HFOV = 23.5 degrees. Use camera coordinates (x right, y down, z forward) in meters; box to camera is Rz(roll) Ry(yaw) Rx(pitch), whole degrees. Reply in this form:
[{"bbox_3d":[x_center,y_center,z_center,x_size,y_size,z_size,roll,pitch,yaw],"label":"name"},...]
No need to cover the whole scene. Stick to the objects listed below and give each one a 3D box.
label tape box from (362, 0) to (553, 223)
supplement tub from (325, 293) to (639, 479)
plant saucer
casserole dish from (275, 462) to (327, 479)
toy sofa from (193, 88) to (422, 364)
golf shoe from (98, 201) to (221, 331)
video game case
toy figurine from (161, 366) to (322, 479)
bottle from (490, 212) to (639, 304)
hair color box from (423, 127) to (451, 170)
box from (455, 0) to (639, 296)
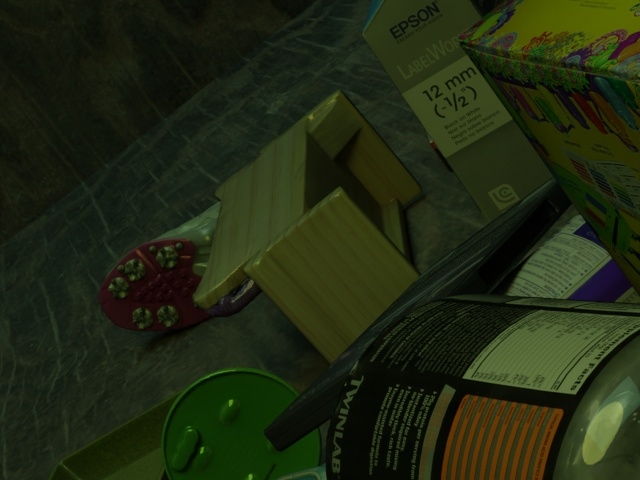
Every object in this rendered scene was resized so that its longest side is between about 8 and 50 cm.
[{"bbox_3d":[0.124,-0.213,1.480,0.115,0.347,0.249,-31,17,20],"label":"label tape box"},{"bbox_3d":[0.150,0.127,0.791,0.193,0.193,0.316,-43,18,-19],"label":"supplement tub"},{"bbox_3d":[-0.193,0.237,1.451,0.188,0.045,0.188,-31,18,21],"label":"plant saucer"},{"bbox_3d":[-0.020,0.226,1.020,0.114,0.037,0.188,-26,43,50],"label":"casserole dish"},{"bbox_3d":[0.000,0.000,1.513,0.177,0.150,0.362,-39,16,13],"label":"toy sofa"},{"bbox_3d":[-0.119,0.013,1.826,0.306,0.115,0.140,-26,8,14],"label":"golf shoe"},{"bbox_3d":[0.087,0.047,1.181,0.196,0.026,0.274,-39,2,40],"label":"video game case"},{"bbox_3d":[-0.071,0.177,1.312,0.173,0.130,0.159,-61,1,6],"label":"toy figurine"},{"bbox_3d":[0.141,0.084,1.099,0.283,0.092,0.118,-40,15,-8],"label":"bottle"},{"bbox_3d":[0.155,-0.132,1.734,0.072,0.043,0.141,-34,18,9],"label":"hair color box"},{"bbox_3d":[0.263,-0.049,0.882,0.177,0.279,0.290,-39,17,-4],"label":"box"}]
